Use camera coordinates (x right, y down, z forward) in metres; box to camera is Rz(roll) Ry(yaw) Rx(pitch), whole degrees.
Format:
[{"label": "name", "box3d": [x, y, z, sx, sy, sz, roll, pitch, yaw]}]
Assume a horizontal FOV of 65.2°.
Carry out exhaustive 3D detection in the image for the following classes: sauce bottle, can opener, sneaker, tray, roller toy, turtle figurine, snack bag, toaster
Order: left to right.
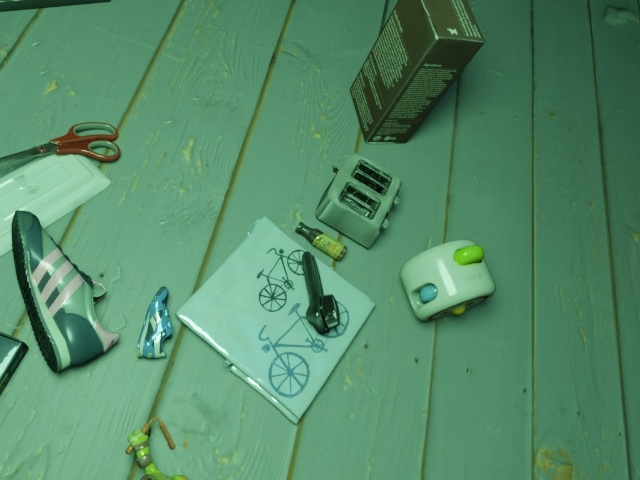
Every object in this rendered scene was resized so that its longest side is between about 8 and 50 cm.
[{"label": "tray", "box3d": [-0.587, -0.098, 1.025, 0.145, 0.030, 0.270, 44, 60, 5]}, {"label": "sneaker", "box3d": [-0.486, 0.082, 0.946, 0.131, 0.112, 0.319, -13, 73, -41]}, {"label": "turtle figurine", "box3d": [-0.282, 0.436, 0.800, 0.217, 0.087, 0.270, -2, 69, -53]}, {"label": "sneaker", "box3d": [-0.316, 0.163, 0.984, 0.059, 0.053, 0.144, 14, 71, -11]}, {"label": "snack bag", "box3d": [-0.091, 0.154, 1.071, 0.342, 0.037, 0.323, 38, 60, 1]}, {"label": "can opener", "box3d": [-0.008, 0.110, 1.072, 0.073, 0.059, 0.186, -17, 60, 2]}, {"label": "sauce bottle", "box3d": [0.000, 0.000, 1.171, 0.128, 0.042, 0.042, 30, 60, -1]}, {"label": "toaster", "box3d": [0.089, -0.102, 1.207, 0.185, 0.110, 0.168, 31, 60, -3]}, {"label": "roller toy", "box3d": [0.290, 0.099, 1.138, 0.191, 0.209, 0.146, -23, 71, 10]}]

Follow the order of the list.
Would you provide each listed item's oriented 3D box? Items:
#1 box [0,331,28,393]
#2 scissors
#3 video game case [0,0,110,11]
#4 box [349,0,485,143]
[{"label": "box", "box3d": [-0.640, 0.245, 0.830, 0.183, 0.059, 0.233, 24, 62, -7]}, {"label": "scissors", "box3d": [-0.566, -0.199, 1.044, 0.297, 0.021, 0.109, -14, 67, -37]}, {"label": "video game case", "box3d": [-0.704, -0.689, 1.256, 0.274, 0.035, 0.248, -19, 74, -24]}, {"label": "box", "box3d": [0.219, -0.428, 1.245, 0.143, 0.381, 0.191, -5, 68, -21]}]
